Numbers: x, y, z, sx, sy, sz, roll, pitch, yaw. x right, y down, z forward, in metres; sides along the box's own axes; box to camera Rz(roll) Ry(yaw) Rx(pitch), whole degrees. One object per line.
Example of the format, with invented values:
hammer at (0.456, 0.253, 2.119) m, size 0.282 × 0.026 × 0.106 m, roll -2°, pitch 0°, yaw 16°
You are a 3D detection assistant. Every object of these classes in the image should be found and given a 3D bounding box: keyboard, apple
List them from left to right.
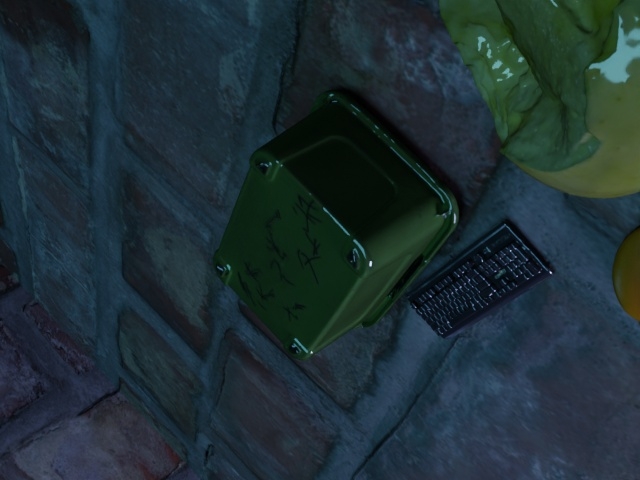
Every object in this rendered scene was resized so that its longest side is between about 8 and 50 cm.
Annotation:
keyboard at (0.195, 0.057, 0.915) m, size 0.093 × 0.025 × 0.230 m, roll 48°, pitch 143°, yaw 5°
apple at (0.225, -0.173, 0.517) m, size 0.279 × 0.279 × 0.279 m, roll 29°, pitch 136°, yaw 31°

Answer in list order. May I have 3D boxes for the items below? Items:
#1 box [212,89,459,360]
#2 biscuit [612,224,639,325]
box at (0.000, 0.000, 0.958) m, size 0.253 × 0.178 × 0.328 m, roll 44°, pitch 142°, yaw 13°
biscuit at (0.366, 0.061, 0.703) m, size 0.170 × 0.050 × 0.170 m, roll 29°, pitch 137°, yaw 32°
